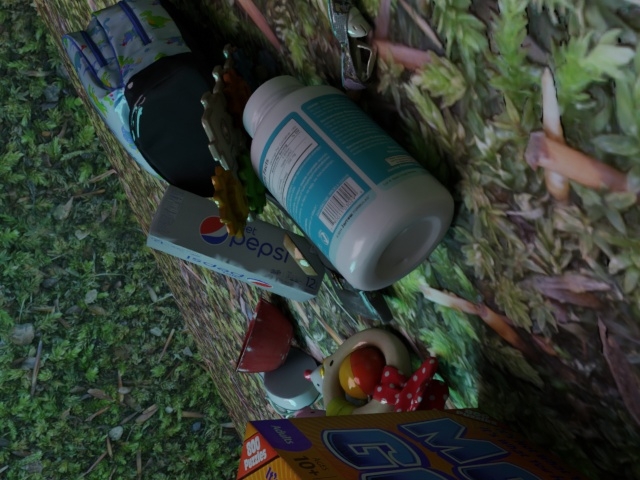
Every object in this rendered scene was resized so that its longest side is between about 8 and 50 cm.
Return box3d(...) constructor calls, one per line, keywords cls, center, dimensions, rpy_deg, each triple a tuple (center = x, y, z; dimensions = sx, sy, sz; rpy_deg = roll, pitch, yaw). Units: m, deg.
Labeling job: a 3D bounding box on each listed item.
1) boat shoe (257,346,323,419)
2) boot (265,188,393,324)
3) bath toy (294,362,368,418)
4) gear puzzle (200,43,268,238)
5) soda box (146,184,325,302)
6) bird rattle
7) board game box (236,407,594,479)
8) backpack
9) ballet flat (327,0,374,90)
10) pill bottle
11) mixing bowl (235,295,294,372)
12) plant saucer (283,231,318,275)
box3d(cls="boat shoe", center=(-0.074, 0.354, 1.563), dimensions=(0.157, 0.135, 0.367), rpy_deg=(66, 162, -15))
box3d(cls="boot", center=(0.000, 0.000, 0.997), dimensions=(0.263, 0.091, 0.229), rpy_deg=(43, 162, 54))
box3d(cls="bath toy", center=(-0.006, 0.351, 1.122), dimensions=(0.128, 0.348, 0.151), rpy_deg=(12, 147, 13))
box3d(cls="gear puzzle", center=(-0.096, -0.131, 0.862), dimensions=(0.339, 0.044, 0.176), rpy_deg=(-85, -22, -53))
box3d(cls="soda box", center=(-0.134, 0.010, 1.082), dimensions=(0.286, 0.091, 0.098), rpy_deg=(21, 164, -12))
box3d(cls="bird rattle", center=(0.072, 0.223, 0.998), dimensions=(0.253, 0.143, 0.207), rpy_deg=(-44, 38, 31))
box3d(cls="board game box", center=(0.120, 0.423, 0.698), dimensions=(0.356, 0.356, 0.357), rpy_deg=(24, 105, 58))
box3d(cls="backpack", center=(-0.271, -0.258, 1.088), dimensions=(0.290, 0.273, 0.356), rpy_deg=(62, -172, -58))
box3d(cls="ballet flat", center=(0.037, -0.213, 0.700), dimensions=(0.041, 0.041, 0.114), rpy_deg=(38, 150, 46))
box3d(cls="pill bottle", center=(0.018, -0.079, 0.758), dimensions=(0.264, 0.146, 0.146), rpy_deg=(50, 157, 28))
box3d(cls="mixing bowl", center=(-0.120, 0.227, 1.499), dimensions=(0.098, 0.182, 0.181), rpy_deg=(19, 158, -7))
box3d(cls="plant saucer", center=(-0.034, 0.024, 1.010), dimensions=(0.083, 0.015, 0.083), rpy_deg=(53, 180, 0))
